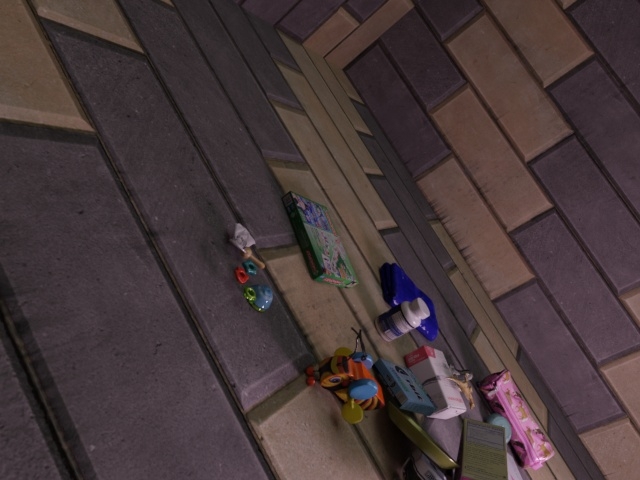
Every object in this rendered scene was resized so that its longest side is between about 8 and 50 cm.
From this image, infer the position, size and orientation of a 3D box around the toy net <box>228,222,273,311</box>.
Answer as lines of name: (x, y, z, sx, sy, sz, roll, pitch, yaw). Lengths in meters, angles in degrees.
toy net: (-0.187, 0.060, 1.163, 0.122, 0.045, 0.232, 14, 45, -54)

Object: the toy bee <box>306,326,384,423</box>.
toy bee: (0.054, 0.325, 1.173, 0.195, 0.162, 0.298, -86, 161, -66)

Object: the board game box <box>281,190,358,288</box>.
board game box: (0.000, 0.000, 1.579, 0.213, 0.046, 0.317, 21, 41, -53)

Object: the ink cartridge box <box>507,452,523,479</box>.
ink cartridge box: (0.662, 0.869, 1.625, 0.330, 0.071, 0.324, 40, 22, -30)

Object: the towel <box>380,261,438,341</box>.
towel: (0.362, 0.237, 1.909, 0.308, 0.076, 0.228, 41, 27, -29)

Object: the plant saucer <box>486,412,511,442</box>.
plant saucer: (0.713, 0.745, 1.897, 0.119, 0.021, 0.119, 10, 60, -17)

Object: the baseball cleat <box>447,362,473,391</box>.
baseball cleat: (0.537, 0.521, 1.877, 0.109, 0.072, 0.206, 54, 19, 14)

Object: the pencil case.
pencil case: (0.814, 0.743, 2.001, 0.167, 0.160, 0.386, -15, 69, -29)

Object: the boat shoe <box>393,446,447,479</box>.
boat shoe: (0.249, 0.600, 1.190, 0.113, 0.105, 0.306, 45, -5, 15)

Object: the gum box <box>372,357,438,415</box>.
gum box: (0.255, 0.441, 1.438, 0.184, 0.041, 0.157, 32, 15, -43)

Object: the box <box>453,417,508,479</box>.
box: (0.434, 0.661, 1.315, 0.243, 0.117, 0.214, -42, 138, -65)

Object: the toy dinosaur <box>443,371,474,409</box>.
toy dinosaur: (0.479, 0.487, 1.610, 0.183, 0.053, 0.093, 50, 24, -20)

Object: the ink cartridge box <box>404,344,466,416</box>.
ink cartridge box: (0.389, 0.483, 1.623, 0.158, 0.092, 0.218, 29, 34, -47)

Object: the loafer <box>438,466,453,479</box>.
loafer: (0.365, 0.683, 1.384, 0.045, 0.039, 0.125, 51, 24, -11)

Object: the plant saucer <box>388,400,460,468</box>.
plant saucer: (0.266, 0.530, 1.288, 0.241, 0.037, 0.241, 41, -6, 5)

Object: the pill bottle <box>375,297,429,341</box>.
pill bottle: (0.275, 0.261, 1.601, 0.094, 0.169, 0.094, 42, 27, -27)
